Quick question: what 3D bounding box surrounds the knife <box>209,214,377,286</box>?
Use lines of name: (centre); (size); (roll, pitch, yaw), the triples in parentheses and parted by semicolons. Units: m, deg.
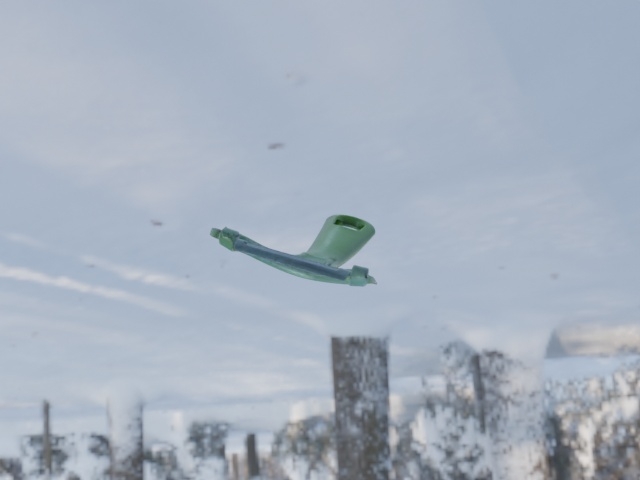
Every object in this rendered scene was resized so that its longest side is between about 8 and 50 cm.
knife: (-0.001, 0.003, 0.485); (0.078, 0.023, 0.166); (21, -171, 8)
